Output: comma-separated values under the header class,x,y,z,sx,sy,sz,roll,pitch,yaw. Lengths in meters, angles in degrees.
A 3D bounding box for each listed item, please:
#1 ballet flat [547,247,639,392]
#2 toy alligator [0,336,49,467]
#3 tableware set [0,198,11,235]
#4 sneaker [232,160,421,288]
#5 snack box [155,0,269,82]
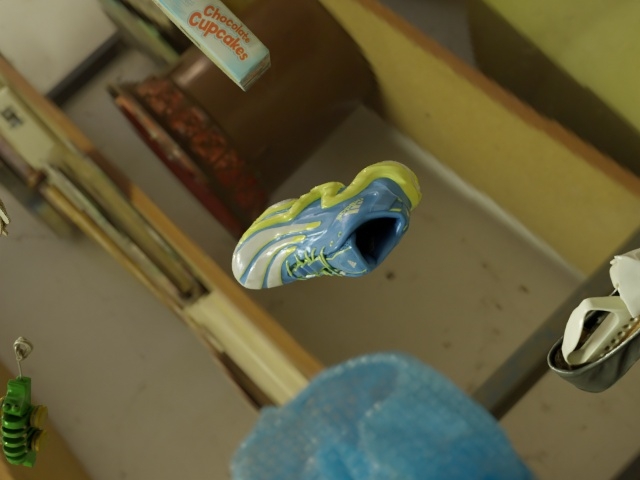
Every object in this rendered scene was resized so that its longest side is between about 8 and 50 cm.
class,x,y,z,sx,sy,sz,roll,pitch,yaw
ballet flat,0.348,0.074,1.367,0.096,0.280,0.095,16,-142,-22
toy alligator,-0.363,0.207,1.477,0.056,0.051,0.190,11,120,11
tableware set,-0.492,-0.090,1.707,0.194,0.039,0.128,55,141,-3
sneaker,0.000,0.000,1.345,0.091,0.240,0.126,51,-162,-21
snack box,-0.150,-0.287,1.636,0.187,0.060,0.322,44,-178,-5
